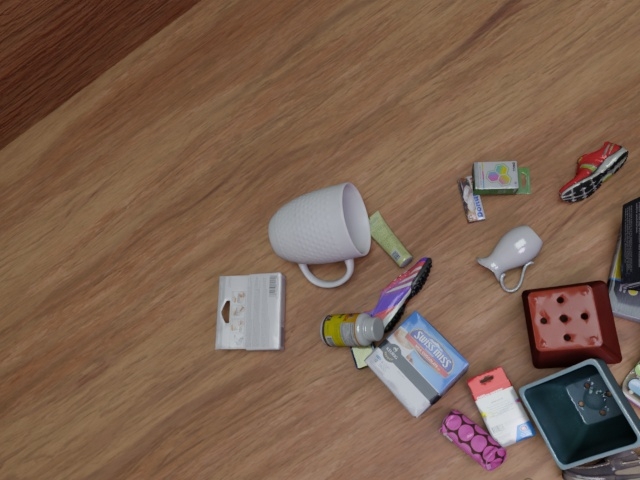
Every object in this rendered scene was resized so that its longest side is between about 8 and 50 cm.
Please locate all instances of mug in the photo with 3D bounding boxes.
[{"bbox_3d":[0.000,0.000,1.974,0.328,0.276,0.374,-13,101,23],"label":"mug"}]

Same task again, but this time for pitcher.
[{"bbox_3d":[0.680,0.063,1.840,0.207,0.125,0.178,-41,89,12],"label":"pitcher"}]

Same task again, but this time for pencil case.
[{"bbox_3d":[0.486,0.644,1.694,0.098,0.095,0.209,-24,31,-28],"label":"pencil case"}]

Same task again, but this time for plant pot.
[{"bbox_3d":[0.801,0.497,1.586,0.247,0.252,0.247,-37,66,31],"label":"plant pot"},{"bbox_3d":[0.775,0.257,1.657,0.267,0.236,0.267,-11,72,26],"label":"plant pot"}]

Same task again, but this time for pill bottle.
[{"bbox_3d":[0.113,0.318,1.878,0.215,0.117,0.117,-9,71,35],"label":"pill bottle"}]

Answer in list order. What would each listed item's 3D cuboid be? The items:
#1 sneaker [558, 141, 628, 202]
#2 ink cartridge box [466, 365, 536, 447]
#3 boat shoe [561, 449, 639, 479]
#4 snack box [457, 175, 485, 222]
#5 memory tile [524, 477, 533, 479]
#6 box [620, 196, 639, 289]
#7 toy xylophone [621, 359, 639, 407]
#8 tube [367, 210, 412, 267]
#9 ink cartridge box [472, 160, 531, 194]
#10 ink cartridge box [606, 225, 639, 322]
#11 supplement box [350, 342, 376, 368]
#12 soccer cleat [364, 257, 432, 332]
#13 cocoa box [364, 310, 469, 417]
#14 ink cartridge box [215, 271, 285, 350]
[{"bbox_3d":[0.947,-0.244,1.871,0.279,0.107,0.118,-38,50,-1],"label":"sneaker"},{"bbox_3d":[0.589,0.547,1.737,0.134,0.078,0.231,-25,70,8],"label":"ink cartridge box"},{"bbox_3d":[0.912,0.683,1.599,0.355,0.132,0.130,-2,64,6],"label":"boat shoe"},{"bbox_3d":[0.564,-0.155,1.974,0.064,0.022,0.178,-12,71,10],"label":"snack box"},{"bbox_3d":[0.711,0.825,1.661,0.148,0.012,0.113,9,78,17],"label":"memory tile"},{"bbox_3d":[1.197,-0.004,1.462,0.480,0.472,0.297,7,79,2],"label":"box"},{"bbox_3d":[1.092,0.395,1.614,0.236,0.081,0.322,27,99,19],"label":"toy xylophone"},{"bbox_3d":[0.254,-0.004,2.001,0.070,0.062,0.240,-21,59,-32],"label":"tube"},{"bbox_3d":[0.667,-0.229,1.934,0.209,0.062,0.109,0,73,8],"label":"ink cartridge box"},{"bbox_3d":[1.115,0.131,1.721,0.307,0.072,0.303,14,79,20],"label":"ink cartridge box"},{"bbox_3d":[0.162,0.413,1.904,0.083,0.056,0.083,-21,70,9],"label":"supplement box"},{"bbox_3d":[0.286,0.178,1.915,0.116,0.108,0.318,34,88,25],"label":"soccer cleat"},{"bbox_3d":[0.321,0.403,1.707,0.228,0.347,0.231,-44,68,-1],"label":"cocoa box"},{"bbox_3d":[-0.269,0.279,2.054,0.261,0.066,0.296,-4,73,14],"label":"ink cartridge box"}]
